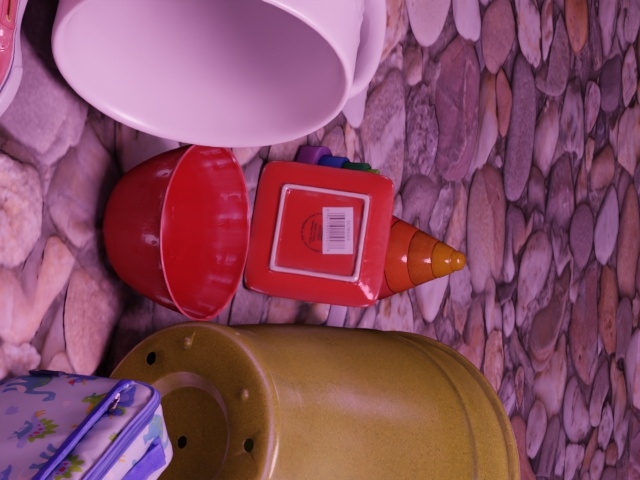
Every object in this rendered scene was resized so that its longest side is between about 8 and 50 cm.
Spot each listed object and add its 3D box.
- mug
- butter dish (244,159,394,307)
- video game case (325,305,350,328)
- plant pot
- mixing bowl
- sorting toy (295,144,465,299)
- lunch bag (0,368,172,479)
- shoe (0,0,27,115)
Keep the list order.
[{"bbox_3d":[-0.060,-0.276,1.716,0.374,0.276,0.328,35,52,-42],"label":"mug"},{"bbox_3d":[0.000,0.000,2.090,0.118,0.160,0.160,85,14,-79],"label":"butter dish"},{"bbox_3d":[0.002,0.197,2.159,0.193,0.023,0.212,84,19,-67],"label":"video game case"},{"bbox_3d":[-0.041,0.235,1.820,0.353,0.367,0.366,24,72,-52],"label":"plant pot"},{"bbox_3d":[-0.154,-0.013,1.784,0.181,0.098,0.181,4,90,-65],"label":"mixing bowl"},{"bbox_3d":[0.087,-0.023,2.258,0.365,0.126,0.127,46,53,-58],"label":"sorting toy"},{"bbox_3d":[-0.238,0.200,1.547,0.219,0.176,0.090,-49,136,-50],"label":"lunch bag"},{"bbox_3d":[-0.294,-0.191,1.517,0.081,0.064,0.178,43,49,-57],"label":"shoe"}]
